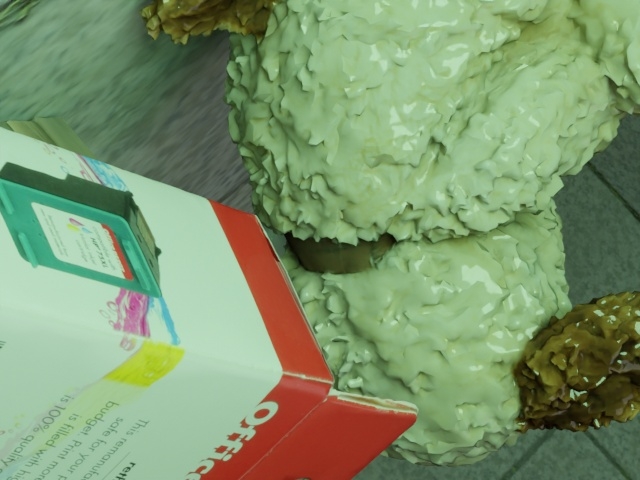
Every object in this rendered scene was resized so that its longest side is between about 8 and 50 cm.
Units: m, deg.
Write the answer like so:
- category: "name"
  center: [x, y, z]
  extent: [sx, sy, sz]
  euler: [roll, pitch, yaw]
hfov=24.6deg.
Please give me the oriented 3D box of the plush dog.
- category: "plush dog"
  center: [0.039, -0.015, 0.609]
  extent: [0.210, 0.226, 0.262]
  euler: [-16, -170, -37]

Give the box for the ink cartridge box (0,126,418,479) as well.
- category: "ink cartridge box"
  center: [-0.095, 0.045, 0.440]
  extent: [0.231, 0.078, 0.134]
  euler: [20, 125, -45]

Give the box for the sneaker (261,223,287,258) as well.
- category: "sneaker"
  center: [0.000, 0.000, 1.222]
  extent: [0.212, 0.094, 0.080]
  euler: [-45, 172, 18]

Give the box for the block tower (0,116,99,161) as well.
- category: "block tower"
  center: [-0.192, 0.086, 0.589]
  extent: [0.335, 0.097, 0.091]
  euler: [-42, 175, 13]
